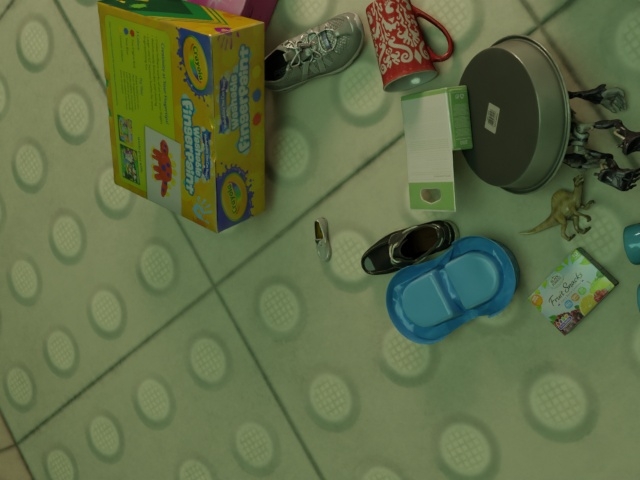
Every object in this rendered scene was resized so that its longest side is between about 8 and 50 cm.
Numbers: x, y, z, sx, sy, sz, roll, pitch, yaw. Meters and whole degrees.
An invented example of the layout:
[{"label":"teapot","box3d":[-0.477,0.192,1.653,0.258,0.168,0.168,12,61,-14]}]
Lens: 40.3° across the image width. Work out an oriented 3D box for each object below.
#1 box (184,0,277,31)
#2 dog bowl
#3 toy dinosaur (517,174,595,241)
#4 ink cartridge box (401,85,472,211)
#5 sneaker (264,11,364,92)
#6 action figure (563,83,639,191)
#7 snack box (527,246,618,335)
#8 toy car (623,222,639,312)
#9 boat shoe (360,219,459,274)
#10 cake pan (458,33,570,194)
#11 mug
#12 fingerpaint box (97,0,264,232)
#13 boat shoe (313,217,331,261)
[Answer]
[{"label":"box","box3d":[-0.212,-0.589,1.940,0.243,0.117,0.214,37,116,23]},{"label":"dog bowl","box3d":[0.273,0.097,1.766,0.297,0.074,0.166,-31,81,33]},{"label":"toy dinosaur","box3d":[0.461,-0.047,1.643,0.093,0.053,0.183,57,135,25]},{"label":"ink cartridge box","box3d":[0.230,-0.177,1.713,0.171,0.056,0.235,6,105,64]},{"label":"sneaker","box3d":[-0.028,-0.390,1.853,0.281,0.115,0.105,-28,82,33]},{"label":"action figure","box3d":[0.474,-0.192,1.553,0.276,0.140,0.164,48,132,48]},{"label":"snack box","box3d":[0.478,0.096,1.652,0.100,0.037,0.141,47,119,19]},{"label":"toy car","box3d":[0.609,0.052,1.439,0.219,0.238,0.211,-12,91,34]},{"label":"boat shoe","box3d":[0.171,0.016,1.816,0.233,0.079,0.084,-23,87,35]},{"label":"cake pan","box3d":[0.339,-0.226,1.595,0.293,0.054,0.293,-146,52,-59]},{"label":"mug","box3d":[0.172,-0.400,1.747,0.113,0.150,0.169,146,108,-69]},{"label":"fingerpaint box","box3d":[-0.303,-0.293,1.944,0.371,0.163,0.445,24,126,35]},{"label":"boat shoe","box3d":[0.000,0.000,1.949,0.035,0.035,0.100,2,99,33]}]
